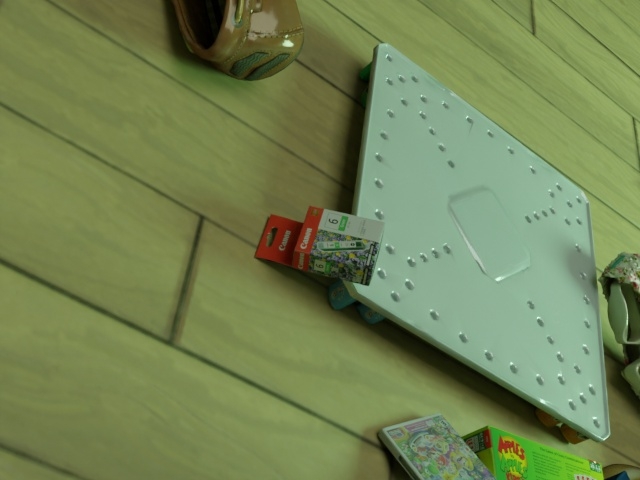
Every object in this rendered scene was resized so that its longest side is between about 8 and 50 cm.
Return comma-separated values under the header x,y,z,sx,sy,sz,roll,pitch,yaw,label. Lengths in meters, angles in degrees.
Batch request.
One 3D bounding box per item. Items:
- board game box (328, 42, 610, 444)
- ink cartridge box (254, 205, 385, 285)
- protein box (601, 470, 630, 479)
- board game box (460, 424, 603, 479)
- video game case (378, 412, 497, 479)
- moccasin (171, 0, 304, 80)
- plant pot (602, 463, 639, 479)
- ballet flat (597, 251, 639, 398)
x,y,z,sx,sy,sz,roll,pitch,yaw,label
0.185,0.001,1.128,0.390,0.050,0.389,31,45,-24,board game box
0.000,0.000,0.919,0.115,0.029,0.062,14,49,5,ink cartridge box
0.168,0.291,0.747,0.200,0.201,0.135,15,49,-66,protein box
0.227,0.262,0.990,0.181,0.043,0.092,23,48,-32,board game box
0.121,0.218,0.903,0.087,0.011,0.122,-4,42,-43,video game case
-0.136,-0.349,1.010,0.147,0.139,0.379,5,69,-52,moccasin
0.388,0.366,1.083,0.236,0.032,0.236,25,47,-30,plant pot
0.409,0.135,1.215,0.077,0.091,0.240,-15,86,-36,ballet flat
